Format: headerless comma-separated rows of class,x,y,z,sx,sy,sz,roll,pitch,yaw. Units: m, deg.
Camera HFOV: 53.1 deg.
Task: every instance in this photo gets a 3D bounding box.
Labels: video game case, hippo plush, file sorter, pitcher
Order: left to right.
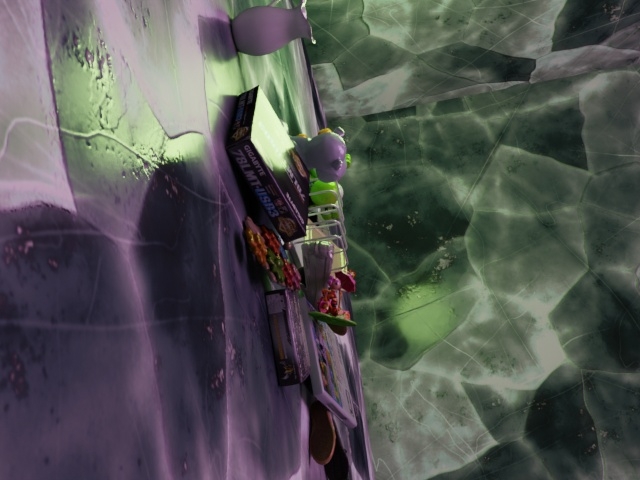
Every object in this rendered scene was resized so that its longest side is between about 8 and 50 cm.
pitcher,-0.130,-0.591,1.721,0.125,0.207,0.178,64,17,-68
hippo plush,-0.041,-0.274,1.891,0.294,0.236,0.234,69,13,-61
file sorter,-0.010,-0.049,2.134,0.193,0.173,0.277,72,11,-51
video game case,0.019,0.379,1.979,0.300,0.036,0.329,56,16,-50

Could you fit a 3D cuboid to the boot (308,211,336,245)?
boot,0.000,0.000,2.630,0.161,0.083,0.246,-38,111,-77

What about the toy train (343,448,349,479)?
toy train,0.090,0.841,2.341,0.036,0.027,0.158,89,-3,-49

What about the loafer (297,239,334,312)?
loafer,-0.026,0.119,2.045,0.112,0.111,0.319,-81,180,-47

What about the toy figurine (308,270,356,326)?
toy figurine,0.044,0.167,1.957,0.173,0.130,0.159,24,70,-43

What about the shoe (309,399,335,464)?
shoe,0.010,0.553,1.829,0.219,0.076,0.058,-94,165,-57

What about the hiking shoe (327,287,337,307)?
hiking shoe,0.015,0.220,2.436,0.227,0.086,0.114,81,-10,-57

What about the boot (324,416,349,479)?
boot,0.046,0.660,2.036,0.137,0.077,0.198,-15,97,-89

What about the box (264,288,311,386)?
box,-0.079,0.235,1.613,0.183,0.056,0.231,21,59,-83

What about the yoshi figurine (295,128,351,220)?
yoshi figurine,0.008,-0.259,2.466,0.203,0.203,0.362,4,64,-42

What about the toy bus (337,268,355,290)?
toy bus,0.032,0.125,2.503,0.104,0.191,0.202,-60,174,-1

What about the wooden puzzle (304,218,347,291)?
wooden puzzle,0.007,0.055,2.328,0.239,0.044,0.221,39,31,-32

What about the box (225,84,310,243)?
box,-0.119,-0.191,1.576,0.293,0.073,0.295,-91,155,-55

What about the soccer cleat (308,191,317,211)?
soccer cleat,-0.042,-0.156,2.570,0.072,0.060,0.179,57,11,-3

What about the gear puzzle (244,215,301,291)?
gear puzzle,-0.111,0.021,1.485,0.175,0.044,0.339,64,6,14

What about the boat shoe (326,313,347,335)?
boat shoe,0.030,0.279,2.204,0.152,0.056,0.049,36,-21,21
